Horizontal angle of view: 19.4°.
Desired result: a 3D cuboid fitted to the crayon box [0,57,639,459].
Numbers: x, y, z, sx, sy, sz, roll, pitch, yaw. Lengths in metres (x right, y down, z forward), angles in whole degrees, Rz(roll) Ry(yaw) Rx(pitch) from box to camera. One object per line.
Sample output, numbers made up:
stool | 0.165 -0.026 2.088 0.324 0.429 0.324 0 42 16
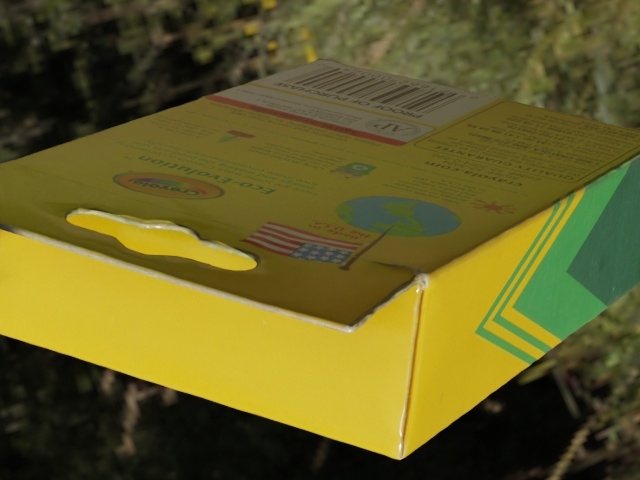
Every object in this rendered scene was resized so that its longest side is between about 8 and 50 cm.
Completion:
crayon box | 0.000 0.000 0.820 0.202 0.318 0.081 16 111 27
